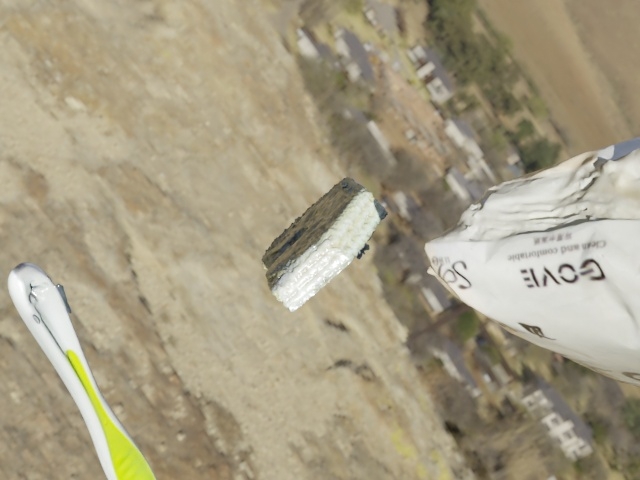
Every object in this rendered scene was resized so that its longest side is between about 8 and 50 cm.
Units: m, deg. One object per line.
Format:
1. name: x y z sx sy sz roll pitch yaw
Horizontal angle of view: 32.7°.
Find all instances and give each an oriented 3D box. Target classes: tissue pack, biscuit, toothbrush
1. tissue pack: 0.335 0.026 0.867 0.390 0.375 0.195 21 67 -33
2. biscuit: 0.000 0.000 1.166 0.046 0.147 0.250 48 2 -9
3. toothbrush: -0.094 0.112 0.545 0.022 0.026 0.263 -45 136 -32
